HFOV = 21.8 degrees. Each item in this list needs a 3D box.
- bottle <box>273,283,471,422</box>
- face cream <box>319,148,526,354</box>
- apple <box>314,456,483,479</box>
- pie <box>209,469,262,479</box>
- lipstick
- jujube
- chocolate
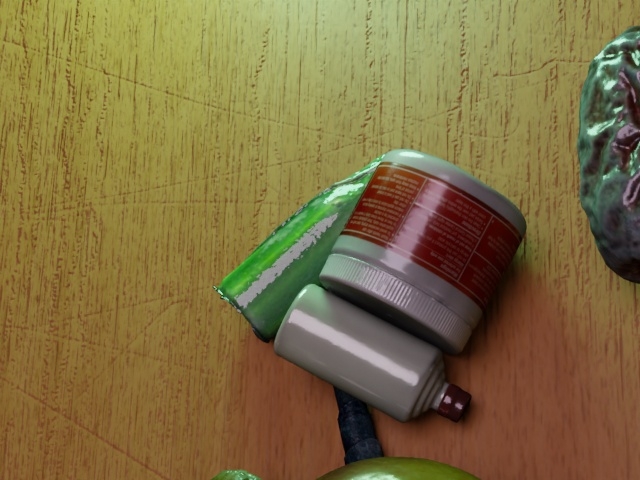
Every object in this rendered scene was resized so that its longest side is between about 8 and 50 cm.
[{"bbox_3d":[0.070,0.150,2.039,0.245,0.104,0.104,27,80,11],"label":"bottle"},{"bbox_3d":[0.127,0.013,2.038,0.201,0.201,0.187,23,79,30],"label":"face cream"},{"bbox_3d":[0.099,0.431,1.793,0.374,0.374,0.384,22,110,30],"label":"apple"},{"bbox_3d":[-0.142,0.412,1.954,0.070,0.323,0.323,25,76,-13],"label":"pie"},{"bbox_3d":[0.045,0.218,2.075,0.053,0.053,0.234,-21,58,15],"label":"lipstick"},{"bbox_3d":[0.415,-0.099,1.957,0.226,0.226,0.317,-8,67,21],"label":"jujube"},{"bbox_3d":[0.000,0.000,2.165,0.291,0.110,0.110,-43,58,-2],"label":"chocolate"}]
